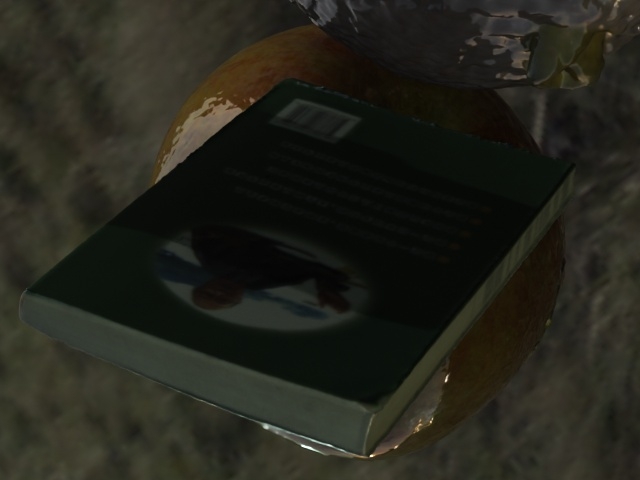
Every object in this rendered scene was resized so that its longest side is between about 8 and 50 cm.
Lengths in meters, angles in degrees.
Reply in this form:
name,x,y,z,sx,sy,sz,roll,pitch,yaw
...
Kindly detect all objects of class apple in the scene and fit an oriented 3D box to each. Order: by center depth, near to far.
name,x,y,z,sx,sy,sz,roll,pitch,yaw
apple,0.023,0.007,1.603,0.400,0.400,0.333,51,132,13

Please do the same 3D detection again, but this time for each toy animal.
name,x,y,z,sx,sy,sz,roll,pitch,yaw
toy animal,0.100,-0.198,1.139,0.358,0.188,0.226,-8,125,45

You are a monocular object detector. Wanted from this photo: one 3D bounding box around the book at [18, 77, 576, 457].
name,x,y,z,sx,sy,sz,roll,pitch,yaw
book,0.000,0.000,1.236,0.260,0.371,0.043,19,125,21
